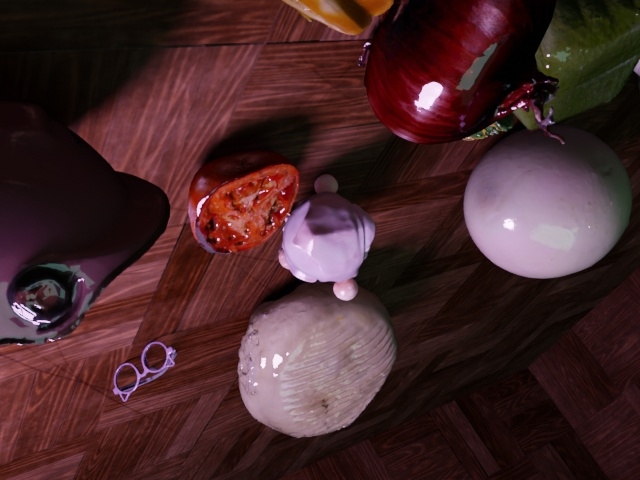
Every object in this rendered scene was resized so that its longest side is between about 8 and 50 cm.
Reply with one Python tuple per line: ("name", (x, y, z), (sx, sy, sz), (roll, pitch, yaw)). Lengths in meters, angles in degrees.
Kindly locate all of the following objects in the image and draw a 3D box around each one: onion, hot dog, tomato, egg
("onion", (0.192, -0.220, 0.959), (0.273, 0.285, 0.273), (-49, 168, -14))
("hot dog", (-0.005, -0.289, 0.822), (0.109, 0.072, 0.269), (-38, 154, 14))
("tomato", (-0.119, -0.057, 1.098), (0.166, 0.082, 0.174), (-22, 150, -32))
("egg", (0.408, -0.068, 1.479), (0.345, 0.283, 0.283), (-15, 150, -42))

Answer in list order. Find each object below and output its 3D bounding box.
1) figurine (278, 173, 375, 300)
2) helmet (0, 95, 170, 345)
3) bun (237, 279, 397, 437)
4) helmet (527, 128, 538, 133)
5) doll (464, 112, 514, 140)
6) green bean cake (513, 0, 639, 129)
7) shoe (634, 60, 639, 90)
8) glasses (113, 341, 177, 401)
("figurine", (0.000, 0.000, 1.265), (0.133, 0.200, 0.276), (-9, 176, -11))
("helmet", (-0.329, -0.026, 0.729), (0.338, 0.271, 0.197), (-30, 126, -7))
("bun", (-0.014, 0.212, 1.569), (0.326, 0.234, 0.362), (-40, 140, 0))
("helmet", (0.383, -0.243, 1.393), (0.111, 0.057, 0.089), (-36, 159, -4))
("doll", (0.269, -0.189, 1.334), (0.078, 0.076, 0.113), (-20, 155, -46))
("green bean cake", (0.393, -0.297, 1.233), (0.248, 0.125, 0.222), (-25, 154, -24))
("shoe", (0.691, -0.302, 1.543), (0.124, 0.159, 0.316), (-45, 150, 22))
("glasses", (-0.297, 0.236, 1.456), (0.140, 0.062, 0.104), (-37, 157, 10))
